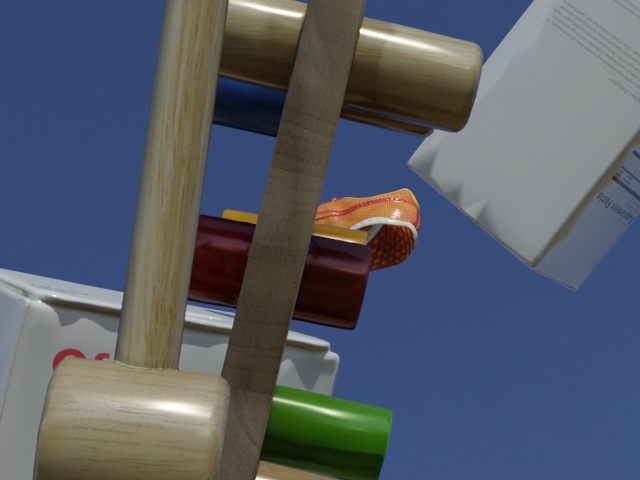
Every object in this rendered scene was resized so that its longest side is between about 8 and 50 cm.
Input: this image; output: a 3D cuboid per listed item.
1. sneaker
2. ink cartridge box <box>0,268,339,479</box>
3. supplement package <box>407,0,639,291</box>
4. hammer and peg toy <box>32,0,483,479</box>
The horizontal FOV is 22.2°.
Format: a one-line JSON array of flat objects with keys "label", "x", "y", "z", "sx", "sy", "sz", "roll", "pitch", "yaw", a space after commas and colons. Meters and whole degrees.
[{"label": "sneaker", "x": 0.000, "y": 0.000, "z": 1.330, "sx": 0.175, "sy": 0.067, "sz": 0.064, "roll": -8, "pitch": -57, "yaw": 16}, {"label": "ink cartridge box", "x": -0.174, "y": 0.233, "z": 1.285, "sx": 0.279, "sy": 0.160, "sz": 0.384, "roll": 13, "pitch": -87, "yaw": -32}, {"label": "supplement package", "x": 0.263, "y": -0.123, "z": 1.639, "sx": 0.293, "sy": 0.177, "sz": 0.175, "roll": -51, "pitch": -24, "yaw": 8}, {"label": "hammer and peg toy", "x": -0.015, "y": 0.006, "z": 0.682, "sx": 0.127, "sy": 0.361, "sz": 0.266, "roll": 13, "pitch": -88, "yaw": -1}]
